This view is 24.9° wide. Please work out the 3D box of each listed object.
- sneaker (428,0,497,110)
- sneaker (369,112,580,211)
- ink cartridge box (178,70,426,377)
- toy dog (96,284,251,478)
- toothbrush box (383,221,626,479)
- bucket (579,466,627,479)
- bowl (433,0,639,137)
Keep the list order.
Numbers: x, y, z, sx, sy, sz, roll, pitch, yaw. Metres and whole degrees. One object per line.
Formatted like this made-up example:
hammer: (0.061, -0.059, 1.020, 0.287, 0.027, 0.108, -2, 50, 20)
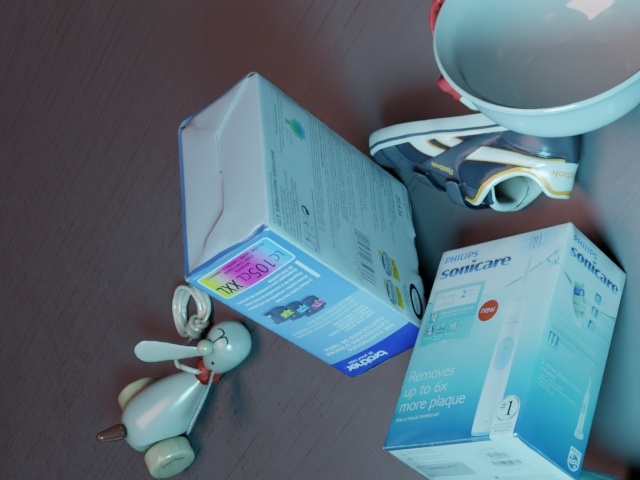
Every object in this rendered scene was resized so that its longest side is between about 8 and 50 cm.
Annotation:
sneaker: (0.193, -0.305, 1.856, 0.107, 0.118, 0.279, -22, 61, 45)
sneaker: (0.192, -0.098, 1.895, 0.321, 0.126, 0.128, -4, 87, 45)
ink cartridge box: (0.000, 0.000, 1.928, 0.151, 0.395, 0.270, -31, 46, 29)
toy dog: (-0.255, 0.248, 2.364, 0.220, 0.161, 0.334, 39, 120, 36)
toothbrush box: (0.229, 0.146, 1.782, 0.216, 0.126, 0.296, -14, 46, 46)
bucket: (0.341, 0.409, 1.708, 0.183, 0.281, 0.281, 18, 107, 46)
bowl: (0.291, -0.224, 1.730, 0.298, 0.298, 0.134, 35, 161, 38)
